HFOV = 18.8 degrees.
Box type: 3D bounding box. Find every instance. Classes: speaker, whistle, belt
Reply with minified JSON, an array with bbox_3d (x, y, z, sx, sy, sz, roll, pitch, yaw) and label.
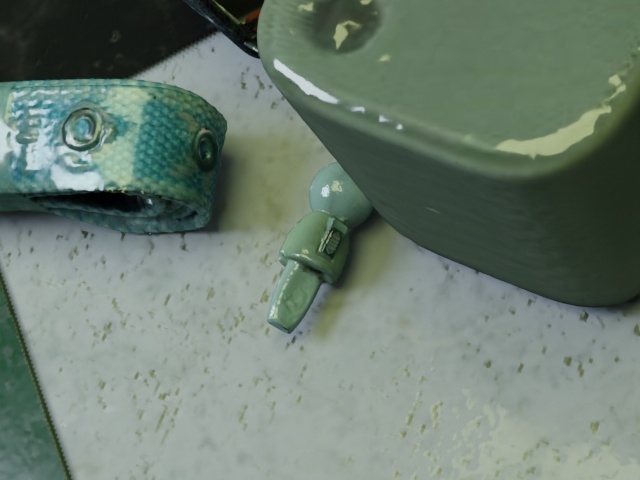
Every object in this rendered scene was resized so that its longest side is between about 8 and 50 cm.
[{"bbox_3d":[0.150,-0.176,0.919,0.183,0.184,0.406,22,73,28],"label":"speaker"},{"bbox_3d":[0.000,0.000,0.971,0.035,0.035,0.100,18,72,26],"label":"whistle"},{"bbox_3d":[-0.195,-0.045,1.036,0.302,0.087,0.072,2,78,21],"label":"belt"}]

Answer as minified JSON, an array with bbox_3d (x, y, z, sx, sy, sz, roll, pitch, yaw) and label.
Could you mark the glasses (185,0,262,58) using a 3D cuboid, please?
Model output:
[{"bbox_3d":[-0.016,-0.246,0.989,0.268,0.234,0.118,-43,35,-5],"label":"glasses"}]
